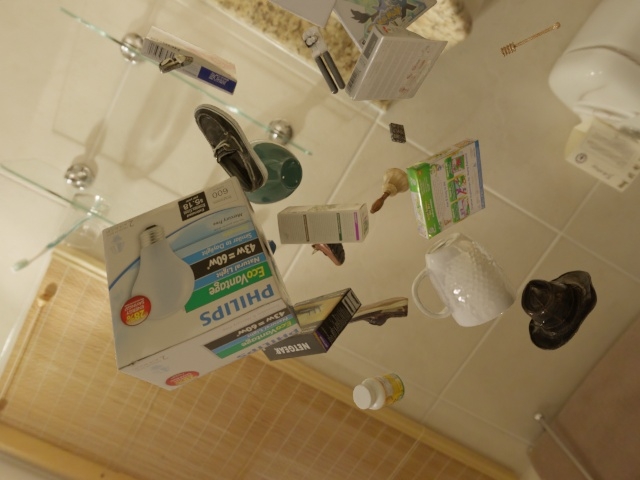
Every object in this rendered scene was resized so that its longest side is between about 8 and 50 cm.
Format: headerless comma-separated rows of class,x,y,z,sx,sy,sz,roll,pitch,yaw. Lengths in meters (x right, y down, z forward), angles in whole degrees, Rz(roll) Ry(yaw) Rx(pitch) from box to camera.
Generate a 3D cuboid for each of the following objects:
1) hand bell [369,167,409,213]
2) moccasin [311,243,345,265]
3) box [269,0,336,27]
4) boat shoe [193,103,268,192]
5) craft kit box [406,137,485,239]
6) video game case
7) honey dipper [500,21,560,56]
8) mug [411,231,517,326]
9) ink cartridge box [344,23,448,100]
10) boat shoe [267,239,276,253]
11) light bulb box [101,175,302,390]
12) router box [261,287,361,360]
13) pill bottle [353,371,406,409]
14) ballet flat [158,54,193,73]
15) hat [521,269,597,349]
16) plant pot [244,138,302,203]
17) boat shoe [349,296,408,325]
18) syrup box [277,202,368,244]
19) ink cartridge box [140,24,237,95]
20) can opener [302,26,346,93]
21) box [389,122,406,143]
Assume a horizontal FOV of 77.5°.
hand bell,0.269,-0.186,1.653,0.126,0.126,0.242,33,-127,9
moccasin,-0.001,0.002,2.295,0.380,0.147,0.139,44,-138,-19
box,-0.002,-0.660,0.799,0.169,0.345,0.214,15,-141,-24
boat shoe,-0.303,-0.306,1.334,0.335,0.121,0.119,49,-150,-17
craft kit box,0.409,-0.165,1.281,0.061,0.247,0.249,35,149,56
video game case,0.216,-0.900,1.468,0.300,0.329,0.036,50,-172,-17
honey dipper,0.622,-0.598,1.185,0.161,0.030,0.031,-16,160,36
mug,0.560,0.171,1.663,0.327,0.374,0.276,55,-178,-3
ink cartridge box,0.153,-0.358,0.814,0.180,0.145,0.045,-17,-116,-33
boat shoe,-0.303,0.106,1.936,0.089,0.258,0.108,1,131,34
light bulb box,-0.282,0.100,0.955,0.225,0.358,0.360,73,172,-59
router box,-0.039,0.292,1.381,0.080,0.309,0.243,56,-136,-10
pill bottle,0.228,0.588,1.551,0.209,0.117,0.118,6,-154,-44
ballet flat,-0.465,-0.572,1.279,0.041,0.115,0.041,155,90,-84
hat,0.792,0.213,1.402,0.134,0.331,0.331,29,-168,4
plant pot,-0.193,-0.290,1.724,0.196,0.289,0.290,11,177,39
boat shoe,0.227,0.294,1.580,0.286,0.092,0.103,-11,179,-22
syrup box,0.009,-0.047,1.109,0.237,0.096,0.093,-1,-162,17
ink cartridge box,-0.480,-0.689,1.495,0.325,0.071,0.330,16,-148,-27
can opener,0.019,-0.746,1.650,0.280,0.074,0.093,61,-159,-8
box,0.332,-0.463,1.718,0.067,0.083,0.018,2,161,-26
